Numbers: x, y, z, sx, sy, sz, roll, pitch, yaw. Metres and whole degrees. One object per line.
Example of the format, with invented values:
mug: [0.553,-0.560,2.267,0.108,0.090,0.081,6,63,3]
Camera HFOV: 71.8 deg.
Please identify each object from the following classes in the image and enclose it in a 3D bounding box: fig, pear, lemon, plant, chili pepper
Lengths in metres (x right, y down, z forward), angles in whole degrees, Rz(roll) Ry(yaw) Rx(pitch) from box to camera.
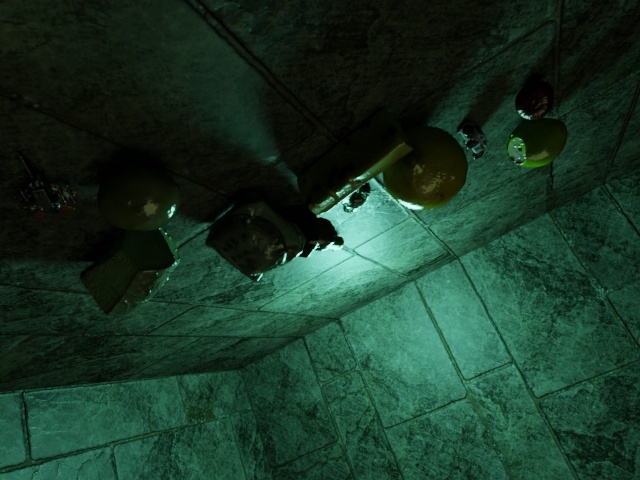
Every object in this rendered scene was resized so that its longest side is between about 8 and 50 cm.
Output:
fig: [0.688,-0.436,1.401,0.153,0.119,0.119,4,146,-47]
pear: [0.792,-0.359,1.595,0.219,0.187,0.187,-21,158,-9]
lemon: [0.315,-0.219,1.352,0.258,0.258,0.310,-31,163,20]
plant: [-0.065,-0.032,1.553,0.256,0.164,0.142,5,147,-29]
chili pepper: [0.112,-0.151,1.579,0.108,0.062,0.216,-11,157,-11]

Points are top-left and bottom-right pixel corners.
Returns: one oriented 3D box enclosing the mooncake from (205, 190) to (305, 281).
mooncake: [-0.207,0.002,1.397,0.254,0.136,0.250,-34,116,27]

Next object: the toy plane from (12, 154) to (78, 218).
toy plane: [-0.613,-0.111,0.964,0.130,0.061,0.189,-15,157,-17]

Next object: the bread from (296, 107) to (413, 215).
bread: [0.084,-0.219,1.286,0.361,0.138,0.077,-35,154,27]

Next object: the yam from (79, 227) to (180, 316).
yam: [-0.544,0.074,1.305,0.271,0.202,0.201,-42,173,37]

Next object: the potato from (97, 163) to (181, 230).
potato: [-0.432,-0.095,1.062,0.177,0.160,0.235,24,160,-10]

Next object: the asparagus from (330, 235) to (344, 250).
asparagus: [0.001,0.001,1.817,0.067,0.060,0.277,-26,160,36]

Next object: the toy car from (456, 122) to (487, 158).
toy car: [0.517,-0.344,1.495,0.070,0.080,0.170,-33,155,21]
